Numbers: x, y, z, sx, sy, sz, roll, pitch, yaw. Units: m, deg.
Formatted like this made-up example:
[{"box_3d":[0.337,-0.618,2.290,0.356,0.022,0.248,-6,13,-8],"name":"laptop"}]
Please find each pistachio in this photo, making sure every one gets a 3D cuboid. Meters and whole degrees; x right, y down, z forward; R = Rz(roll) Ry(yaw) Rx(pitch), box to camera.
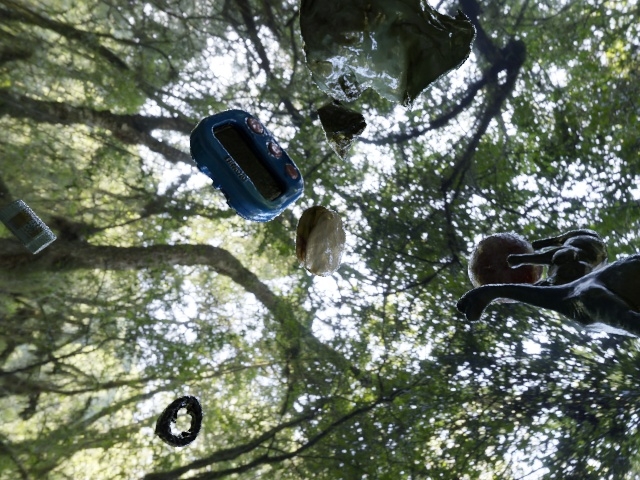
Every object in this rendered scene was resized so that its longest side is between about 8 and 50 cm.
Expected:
[{"box_3d":[0.000,0.000,1.200,0.117,0.145,0.200,25,-53,44],"name":"pistachio"}]

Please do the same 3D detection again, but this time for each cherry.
[{"box_3d":[0.501,0.080,1.244,0.192,0.175,0.249,-11,-156,11],"name":"cherry"}]

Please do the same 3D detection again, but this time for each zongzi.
[{"box_3d":[0.094,-0.343,1.590,0.112,0.242,0.221,-28,-144,-12],"name":"zongzi"}]

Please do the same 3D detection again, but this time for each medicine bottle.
[{"box_3d":[-0.485,-0.023,0.767,0.047,0.083,0.047,-35,-164,11],"name":"medicine bottle"}]

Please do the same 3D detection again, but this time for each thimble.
[{"box_3d":[-0.304,0.398,1.018,0.095,0.104,0.066,46,-40,-1],"name":"thimble"}]

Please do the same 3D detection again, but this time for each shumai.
[{"box_3d":[0.147,-0.414,0.871,0.289,0.292,0.329,7,-102,31],"name":"shumai"}]

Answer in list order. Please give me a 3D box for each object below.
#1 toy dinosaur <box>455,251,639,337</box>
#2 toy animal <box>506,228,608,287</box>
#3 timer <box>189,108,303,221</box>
[{"box_3d":[0.263,0.020,0.402,0.248,0.075,0.188,-42,-151,-5],"name":"toy dinosaur"},{"box_3d":[0.391,0.049,0.770,0.137,0.270,0.082,-16,-83,44],"name":"toy animal"},{"box_3d":[-0.214,-0.222,1.368,0.115,0.309,0.340,-35,-83,33],"name":"timer"}]
